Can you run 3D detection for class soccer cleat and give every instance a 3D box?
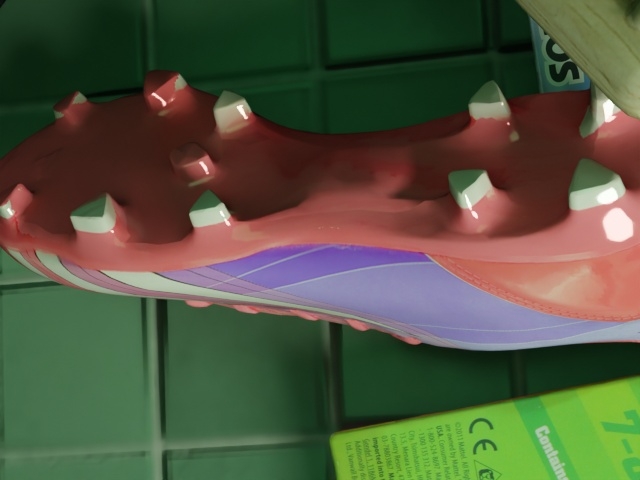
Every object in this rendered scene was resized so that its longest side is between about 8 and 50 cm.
[{"bbox_3d":[0.000,0.000,0.452,0.248,0.095,0.083,-1,47,26],"label":"soccer cleat"}]

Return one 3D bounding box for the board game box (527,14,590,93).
[{"bbox_3d":[0.128,-0.134,0.461,0.136,0.035,0.201,-9,80,11],"label":"board game box"}]

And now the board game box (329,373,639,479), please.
[{"bbox_3d":[0.140,0.096,0.425,0.259,0.039,0.124,-13,80,13],"label":"board game box"}]

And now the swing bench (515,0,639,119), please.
[{"bbox_3d":[0.080,-0.212,0.334,0.255,0.165,0.253,43,118,12],"label":"swing bench"}]

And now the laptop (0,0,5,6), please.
[{"bbox_3d":[-0.152,-0.203,0.432,0.137,0.234,0.264,-18,79,9],"label":"laptop"}]
